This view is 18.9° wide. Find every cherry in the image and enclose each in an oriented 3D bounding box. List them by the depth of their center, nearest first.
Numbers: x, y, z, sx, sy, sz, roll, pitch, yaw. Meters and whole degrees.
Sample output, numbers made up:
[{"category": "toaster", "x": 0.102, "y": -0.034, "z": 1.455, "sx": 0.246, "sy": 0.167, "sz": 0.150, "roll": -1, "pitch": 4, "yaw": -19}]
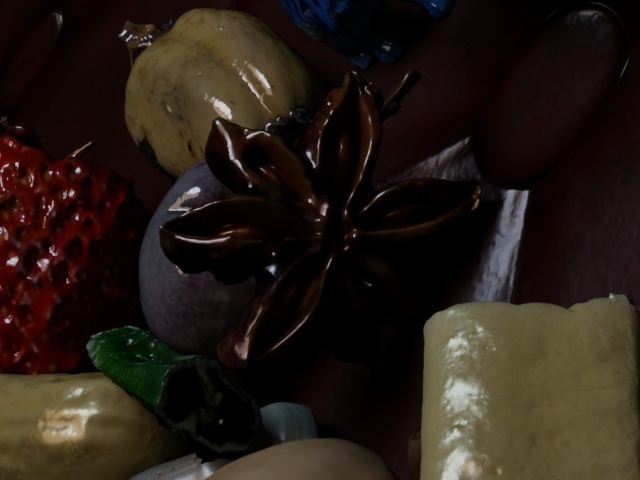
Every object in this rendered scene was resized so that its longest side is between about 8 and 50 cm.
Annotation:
[{"category": "cherry", "x": -0.068, "y": 0.023, "z": 1.458, "sx": 0.176, "sy": 0.140, "sz": 0.176, "roll": -164, "pitch": 90, "yaw": -87}]

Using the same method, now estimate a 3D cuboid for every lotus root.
[{"category": "lotus root", "x": -0.079, "y": -0.110, "z": 1.606, "sx": 0.154, "sy": 0.140, "sz": 0.257, "roll": -46, "pitch": 37, "yaw": -3}]

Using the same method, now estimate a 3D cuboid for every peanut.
[{"category": "peanut", "x": -0.230, "y": 0.175, "z": 1.547, "sx": 0.319, "sy": 0.147, "sz": 0.147, "roll": -8, "pitch": 55, "yaw": 38}]

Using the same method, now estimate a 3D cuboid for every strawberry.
[{"category": "strawberry", "x": -0.273, "y": 0.041, "z": 1.690, "sx": 0.261, "sy": 0.261, "sz": 0.257, "roll": -15, "pitch": 44, "yaw": 54}]

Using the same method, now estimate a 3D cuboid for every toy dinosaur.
[{"category": "toy dinosaur", "x": 0.015, "y": -0.194, "z": 1.558, "sx": 0.076, "sy": 0.144, "sz": 0.329, "roll": -65, "pitch": 14, "yaw": -1}]

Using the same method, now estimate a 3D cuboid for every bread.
[{"category": "bread", "x": 0.122, "y": 0.114, "z": 1.064, "sx": 0.060, "sy": 0.139, "sz": 0.178, "roll": 81, "pitch": -171, "yaw": -51}]

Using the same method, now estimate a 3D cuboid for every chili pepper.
[{"category": "chili pepper", "x": -0.118, "y": 0.100, "z": 1.389, "sx": 0.059, "sy": 0.088, "sz": 0.227, "roll": -48, "pitch": 24, "yaw": -10}]

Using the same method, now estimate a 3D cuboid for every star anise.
[{"category": "star anise", "x": 0.000, "y": 0.000, "z": 1.328, "sx": 0.126, "sy": 0.220, "sz": 0.190, "roll": 113, "pitch": 138, "yaw": -65}]

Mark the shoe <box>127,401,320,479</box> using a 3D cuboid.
[{"category": "shoe", "x": -0.101, "y": 0.194, "z": 1.382, "sx": 0.251, "sy": 0.100, "sz": 0.103, "roll": -47, "pitch": 29, "yaw": 28}]

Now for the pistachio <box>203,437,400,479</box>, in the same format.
[{"category": "pistachio", "x": -0.025, "y": 0.253, "z": 1.060, "sx": 0.230, "sy": 0.230, "sz": 0.309, "roll": -41, "pitch": 18, "yaw": 32}]

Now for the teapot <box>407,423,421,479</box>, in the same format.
[{"category": "teapot", "x": 0.093, "y": 0.141, "z": 1.115, "sx": 0.085, "sy": 0.080, "sz": 0.110, "roll": -31, "pitch": 8, "yaw": 17}]
